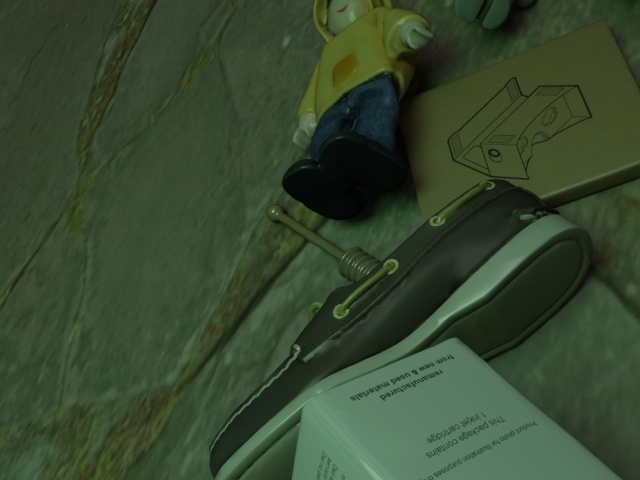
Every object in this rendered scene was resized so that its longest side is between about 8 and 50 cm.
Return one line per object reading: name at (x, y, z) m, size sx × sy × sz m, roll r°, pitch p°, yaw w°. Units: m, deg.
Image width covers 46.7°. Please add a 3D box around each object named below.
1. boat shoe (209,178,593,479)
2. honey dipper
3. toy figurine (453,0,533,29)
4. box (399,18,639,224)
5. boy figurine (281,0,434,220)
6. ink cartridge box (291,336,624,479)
boat shoe at (0.046, 0.075, 0.554) m, size 0.324 × 0.116 × 0.096 m, roll -38°, pitch 47°, yaw -2°
honey dipper at (0.000, 0.000, 0.683) m, size 0.030 × 0.030 × 0.161 m, roll -49°, pitch 47°, yaw -6°
toy figurine at (0.186, -0.319, 0.664) m, size 0.213 × 0.209 × 0.148 m, roll -17°, pitch 38°, yaw 28°
box at (0.174, -0.094, 0.647) m, size 0.201 × 0.021 × 0.164 m, roll -20°, pitch 53°, yaw 17°
boy figurine at (0.038, -0.163, 0.707) m, size 0.177 × 0.092 × 0.285 m, roll -32°, pitch 41°, yaw 42°
ink cartridge box at (0.100, 0.215, 0.365) m, size 0.115 × 0.198 × 0.273 m, roll -16°, pitch 40°, yaw -33°
